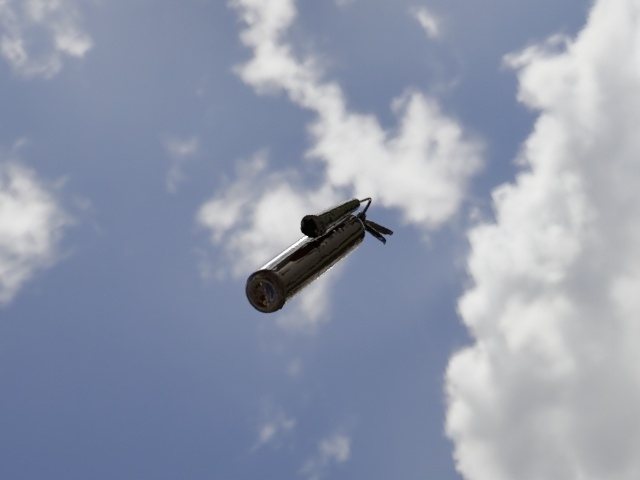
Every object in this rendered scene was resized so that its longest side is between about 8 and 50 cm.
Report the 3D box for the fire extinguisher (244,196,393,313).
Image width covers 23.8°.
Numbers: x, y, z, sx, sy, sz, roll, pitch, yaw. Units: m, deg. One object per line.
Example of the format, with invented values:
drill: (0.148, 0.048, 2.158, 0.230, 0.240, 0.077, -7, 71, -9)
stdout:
fire extinguisher: (0.000, 0.000, 1.001, 0.173, 0.035, 0.049, -36, -61, -61)
